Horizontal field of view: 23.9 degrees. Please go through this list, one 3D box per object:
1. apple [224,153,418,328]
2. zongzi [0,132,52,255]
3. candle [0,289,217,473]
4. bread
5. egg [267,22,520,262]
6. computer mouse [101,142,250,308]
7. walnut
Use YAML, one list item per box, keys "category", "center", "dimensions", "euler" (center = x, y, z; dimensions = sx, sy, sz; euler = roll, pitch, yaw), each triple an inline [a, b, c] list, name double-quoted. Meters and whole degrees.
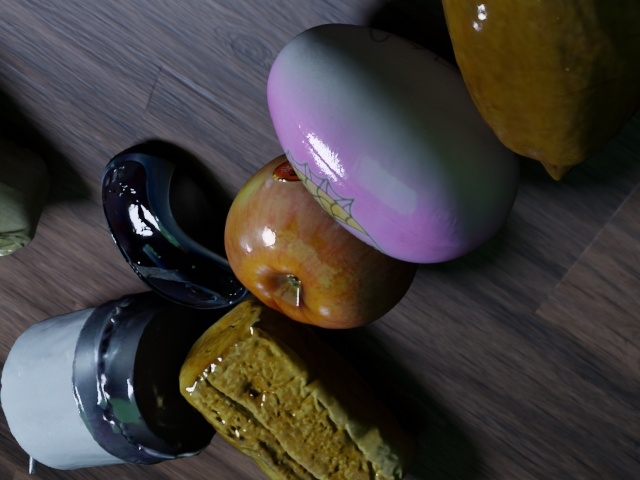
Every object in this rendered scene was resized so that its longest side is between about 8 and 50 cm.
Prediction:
- category: "apple"
  center: [0.000, 0.000, 1.618]
  dimensions: [0.209, 0.164, 0.209]
  euler: [30, 153, 17]
- category: "zongzi"
  center: [-0.580, -0.086, 1.924]
  dimensions: [0.356, 0.174, 0.393]
  euler: [36, 150, -28]
- category: "candle"
  center: [-0.283, 0.187, 1.971]
  dimensions: [0.342, 0.221, 0.221]
  euler: [-12, 120, 44]
- category: "bread"
  center: [-0.022, 0.209, 1.841]
  dimensions: [0.294, 0.167, 0.132]
  euler: [44, -176, -14]
- category: "egg"
  center: [0.070, -0.100, 1.470]
  dimensions: [0.271, 0.196, 0.196]
  euler: [51, 142, 13]
- category: "computer mouse"
  center: [-0.176, -0.005, 1.803]
  dimensions: [0.233, 0.096, 0.137]
  euler: [49, 138, -13]
- category: "walnut"
  center: [0.203, -0.190, 1.280]
  dimensions: [0.209, 0.209, 0.336]
  euler: [15, 134, 24]
